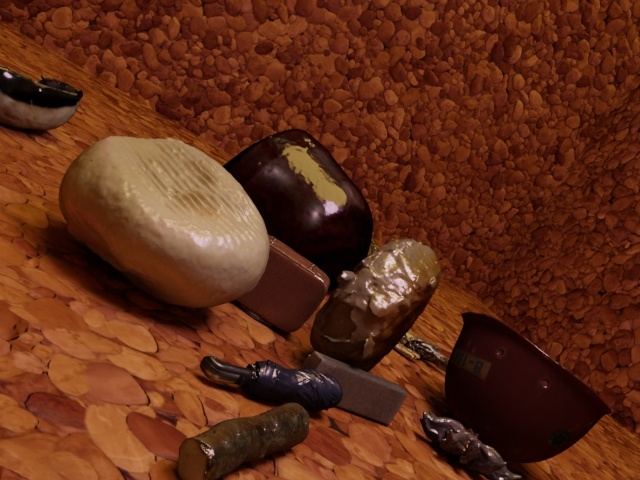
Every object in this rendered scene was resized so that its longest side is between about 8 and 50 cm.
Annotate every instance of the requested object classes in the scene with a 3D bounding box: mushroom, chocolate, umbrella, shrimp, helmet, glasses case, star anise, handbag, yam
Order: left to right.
[{"bbox_3d":[-0.702,-0.332,1.519,0.247,0.130,0.344,18,6,6],"label":"mushroom"},{"bbox_3d":[-0.086,0.239,0.800,0.061,0.061,0.253,37,10,22],"label":"yam"},{"bbox_3d":[-0.072,0.217,0.999,0.248,0.071,0.071,17,17,-39],"label":"umbrella"},{"bbox_3d":[-0.092,0.084,1.309,0.193,0.151,0.072,35,12,-2],"label":"handbag"},{"bbox_3d":[-0.058,-0.024,1.524,0.331,0.383,0.383,51,13,14],"label":"chocolate"},{"bbox_3d":[0.055,0.257,1.157,0.205,0.071,0.047,27,7,-30],"label":"glasses case"},{"bbox_3d":[0.250,0.289,1.765,0.251,0.052,0.143,27,18,12],"label":"shrimp"},{"bbox_3d":[0.270,0.386,1.249,0.204,0.061,0.180,33,1,-15],"label":"star anise"},{"bbox_3d":[0.388,0.332,1.408,0.337,0.230,0.385,39,-7,-23],"label":"helmet"}]

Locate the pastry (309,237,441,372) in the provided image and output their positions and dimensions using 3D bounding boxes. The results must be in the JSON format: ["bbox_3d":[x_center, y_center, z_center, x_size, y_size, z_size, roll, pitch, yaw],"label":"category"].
[{"bbox_3d":[0.115,0.131,1.286,0.136,0.330,0.329,42,11,18],"label":"pastry"}]

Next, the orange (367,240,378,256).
[{"bbox_3d":[0.000,0.000,1.838,0.300,0.223,0.301,51,11,16],"label":"orange"}]

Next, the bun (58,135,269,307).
[{"bbox_3d":[-0.261,-0.023,1.121,0.361,0.213,0.361,27,26,-14],"label":"bun"}]
